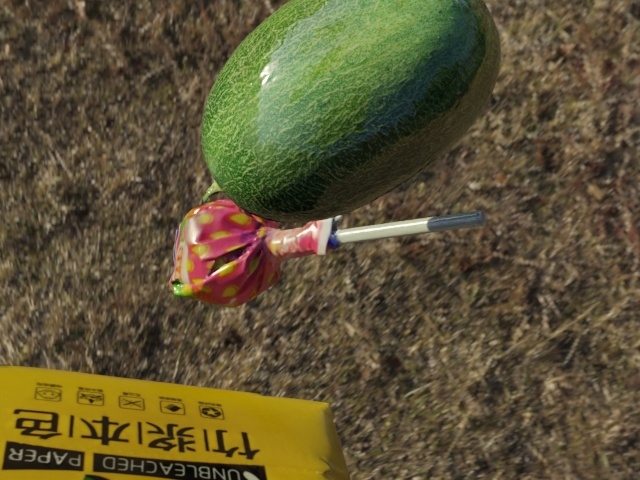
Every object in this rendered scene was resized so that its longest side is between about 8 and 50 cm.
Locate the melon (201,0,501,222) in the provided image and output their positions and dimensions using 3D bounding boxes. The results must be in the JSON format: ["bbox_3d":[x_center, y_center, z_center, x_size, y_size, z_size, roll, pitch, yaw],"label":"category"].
[{"bbox_3d":[0.014,-0.116,0.869,0.287,0.182,0.182,-31,80,10],"label":"melon"}]

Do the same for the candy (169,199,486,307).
[{"bbox_3d":[0.000,0.000,1.081,0.124,0.365,0.124,19,67,-55],"label":"candy"}]

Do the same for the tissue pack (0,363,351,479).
[{"bbox_3d":[-0.165,0.262,0.855,0.381,0.293,0.228,10,112,-15],"label":"tissue pack"}]
